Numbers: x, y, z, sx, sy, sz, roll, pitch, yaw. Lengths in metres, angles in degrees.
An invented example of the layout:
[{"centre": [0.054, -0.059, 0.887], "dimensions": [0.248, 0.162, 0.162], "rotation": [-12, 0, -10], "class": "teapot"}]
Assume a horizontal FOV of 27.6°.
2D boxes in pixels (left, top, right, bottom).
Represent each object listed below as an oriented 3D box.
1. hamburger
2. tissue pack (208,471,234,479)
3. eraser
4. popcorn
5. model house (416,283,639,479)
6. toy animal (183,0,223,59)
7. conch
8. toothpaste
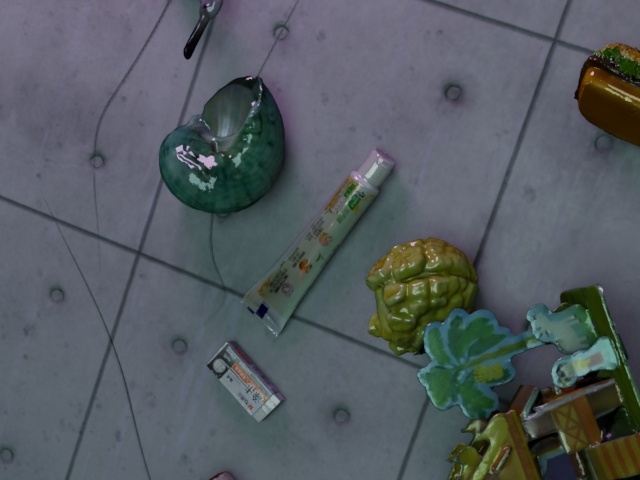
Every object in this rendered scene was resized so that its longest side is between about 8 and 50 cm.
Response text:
[{"centre": [0.422, -0.194, 1.717], "dimensions": [0.166, 0.137, 0.087], "rotation": [31, 70, 13], "class": "hamburger"}, {"centre": [-0.180, 0.481, 1.956], "dimensions": [0.226, 0.092, 0.183], "rotation": [-39, 81, 18], "class": "tissue pack"}, {"centre": [-0.112, 0.211, 1.954], "dimensions": [0.052, 0.029, 0.122], "rotation": [-45, 78, 15], "class": "eraser"}, {"centre": [0.139, 0.080, 1.803], "dimensions": [0.142, 0.173, 0.173], "rotation": [40, 103, 23], "class": "popcorn"}, {"centre": [0.260, 0.250, 1.675], "dimensions": [0.312, 0.242, 0.358], "rotation": [-19, 88, -6], "class": "model house"}, {"centre": [-0.201, -0.449, 1.925], "dimensions": [0.195, 0.090, 0.324], "rotation": [-40, 71, 22], "class": "toy animal"}, {"centre": [-0.146, -0.124, 1.903], "dimensions": [0.202, 0.134, 0.196], "rotation": [-13, 48, 23], "class": "conch"}, {"centre": [0.000, 0.000, 1.900], "dimensions": [0.056, 0.058, 0.314], "rotation": [28, 110, -30], "class": "toothpaste"}]
